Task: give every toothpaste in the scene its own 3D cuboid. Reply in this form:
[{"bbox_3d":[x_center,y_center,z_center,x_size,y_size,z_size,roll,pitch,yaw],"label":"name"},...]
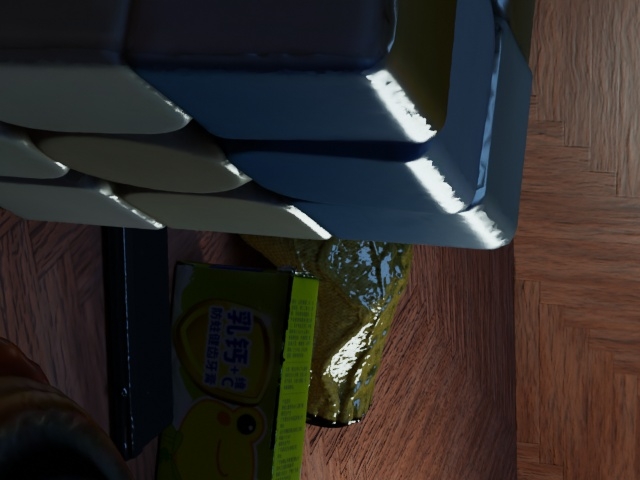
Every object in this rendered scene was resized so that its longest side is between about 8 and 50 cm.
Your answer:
[{"bbox_3d":[-0.076,0.182,1.230,0.077,0.110,0.327,13,82,-71],"label":"toothpaste"}]

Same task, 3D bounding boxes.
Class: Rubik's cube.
[{"bbox_3d":[-0.068,-0.200,0.773,0.344,0.347,0.346,39,58,-68],"label":"Rubik's cube"}]

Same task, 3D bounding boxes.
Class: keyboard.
[{"bbox_3d":[-0.144,0.017,1.125,0.101,0.018,0.309,-41,133,-68],"label":"keyboard"}]

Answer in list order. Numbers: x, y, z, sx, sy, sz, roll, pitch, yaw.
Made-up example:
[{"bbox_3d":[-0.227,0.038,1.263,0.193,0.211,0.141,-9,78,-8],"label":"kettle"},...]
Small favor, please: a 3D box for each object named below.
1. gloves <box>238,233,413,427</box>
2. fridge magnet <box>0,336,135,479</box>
[{"bbox_3d":[0.015,0.008,1.407,0.203,0.155,0.356,-53,140,-66],"label":"gloves"},{"bbox_3d":[-0.201,0.212,0.741,0.363,0.155,0.363,-5,90,-69],"label":"fridge magnet"}]
